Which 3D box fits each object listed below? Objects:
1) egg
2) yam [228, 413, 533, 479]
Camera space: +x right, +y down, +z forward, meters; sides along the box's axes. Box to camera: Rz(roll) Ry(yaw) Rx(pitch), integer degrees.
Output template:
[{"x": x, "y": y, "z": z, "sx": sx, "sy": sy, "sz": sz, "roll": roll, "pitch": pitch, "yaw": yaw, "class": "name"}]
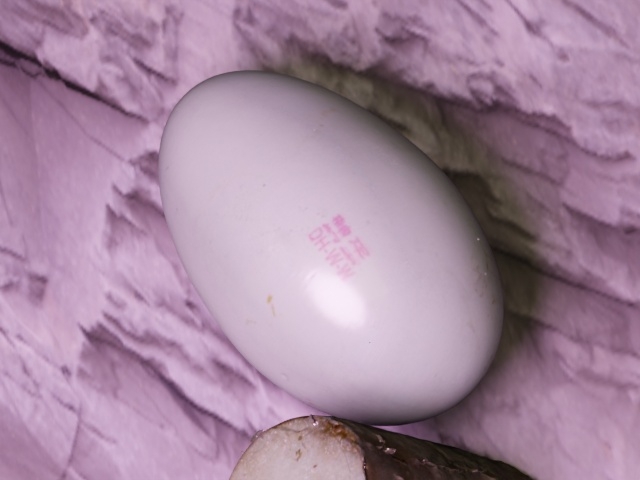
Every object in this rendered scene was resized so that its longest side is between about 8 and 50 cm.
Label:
[{"x": 0.000, "y": 0.000, "z": 1.671, "sx": 0.230, "sy": 0.230, "sz": 0.371, "roll": -44, "pitch": 65, "yaw": -1, "class": "egg"}, {"x": 0.058, "y": 0.236, "z": 1.586, "sx": 0.168, "sy": 0.304, "sz": 0.168, "roll": -11, "pitch": 70, "yaw": 33, "class": "yam"}]
